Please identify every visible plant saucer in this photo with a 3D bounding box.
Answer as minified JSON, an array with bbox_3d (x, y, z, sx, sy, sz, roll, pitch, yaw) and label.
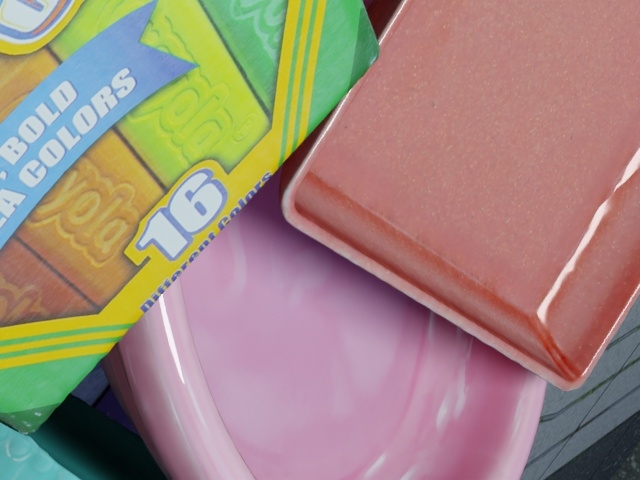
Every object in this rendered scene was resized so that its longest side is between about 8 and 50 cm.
[{"bbox_3d":[0.110,-0.083,0.720,0.259,0.047,0.258,31,90,-47],"label":"plant saucer"},{"bbox_3d":[0.000,0.000,0.747,0.332,0.084,0.332,11,76,-53],"label":"plant saucer"}]

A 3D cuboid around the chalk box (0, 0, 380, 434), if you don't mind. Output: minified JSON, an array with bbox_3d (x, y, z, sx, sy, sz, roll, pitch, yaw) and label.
[{"bbox_3d":[-0.125,-0.097,0.414,0.180,0.179,0.289,-47,159,-5],"label":"chalk box"}]

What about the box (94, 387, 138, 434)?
[{"bbox_3d":[-0.060,0.103,1.040,0.293,0.057,0.201,-51,158,7],"label":"box"}]

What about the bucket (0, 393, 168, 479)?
[{"bbox_3d":[-0.138,0.181,0.744,0.183,0.281,0.281,-56,159,-3],"label":"bucket"}]
